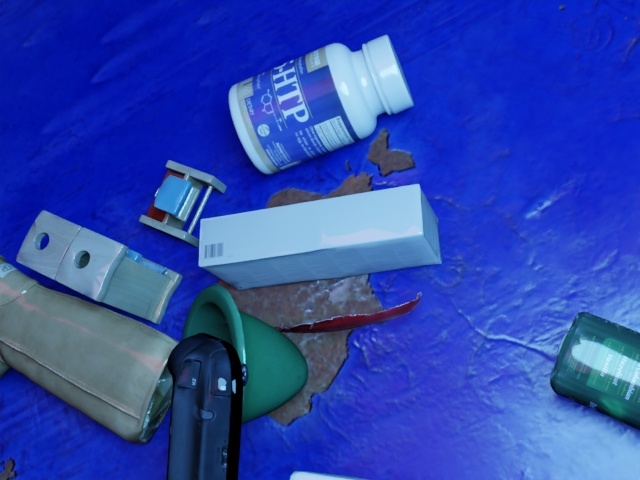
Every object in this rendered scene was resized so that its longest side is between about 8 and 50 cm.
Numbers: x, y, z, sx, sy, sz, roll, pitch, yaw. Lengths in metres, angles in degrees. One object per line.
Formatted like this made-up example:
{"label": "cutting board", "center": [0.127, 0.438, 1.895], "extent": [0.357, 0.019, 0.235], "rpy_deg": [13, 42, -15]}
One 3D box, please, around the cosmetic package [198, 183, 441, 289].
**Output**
{"label": "cosmetic package", "center": [0.000, 0.000, 0.812], "extent": [0.239, 0.099, 0.060], "rpy_deg": [-8, 67, 17]}

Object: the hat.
{"label": "hat", "center": [-0.030, 0.133, 0.815], "extent": [0.209, 0.184, 0.172], "rpy_deg": [2, 89, 62]}

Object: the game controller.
{"label": "game controller", "center": [-0.115, 0.249, 0.712], "extent": [0.067, 0.166, 0.318], "rpy_deg": [4, 88, -15]}

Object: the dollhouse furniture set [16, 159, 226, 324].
{"label": "dollhouse furniture set", "center": [-0.226, -0.022, 0.883], "extent": [0.129, 0.129, 0.183], "rpy_deg": [21, 81, 25]}

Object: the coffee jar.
{"label": "coffee jar", "center": [0.298, 0.131, 0.656], "extent": [0.185, 0.096, 0.079], "rpy_deg": [21, 83, 26]}

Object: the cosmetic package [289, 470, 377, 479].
{"label": "cosmetic package", "center": [0.056, 0.302, 0.653], "extent": [0.151, 0.151, 0.183], "rpy_deg": [1, 72, 22]}

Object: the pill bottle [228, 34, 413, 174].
{"label": "pill bottle", "center": [0.003, -0.156, 0.857], "extent": [0.187, 0.112, 0.111], "rpy_deg": [-20, 66, 12]}

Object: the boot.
{"label": "boot", "center": [-0.305, 0.159, 0.863], "extent": [0.270, 0.089, 0.236], "rpy_deg": [26, 115, 11]}
